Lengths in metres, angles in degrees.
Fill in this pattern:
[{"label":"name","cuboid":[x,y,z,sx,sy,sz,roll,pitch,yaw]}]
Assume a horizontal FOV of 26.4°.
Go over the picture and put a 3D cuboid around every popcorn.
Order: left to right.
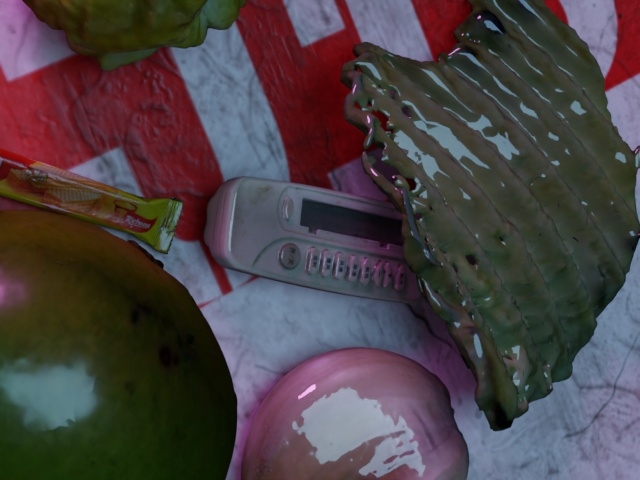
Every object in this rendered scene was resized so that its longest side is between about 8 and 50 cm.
[{"label":"popcorn","cuboid":[-0.143,-0.248,1.078,0.221,0.184,0.204,-38,76,-22]}]

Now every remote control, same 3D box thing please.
[{"label":"remote control","cuboid":[0.001,0.000,1.220,0.230,0.049,0.090,12,81,-37]}]

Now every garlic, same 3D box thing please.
[{"label":"garlic","cuboid":[0.044,0.198,1.212,0.228,0.110,0.217,-41,104,-23]}]

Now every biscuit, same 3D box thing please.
[{"label":"biscuit","cuboid":[-0.247,-0.052,1.100,0.292,0.026,0.048,18,99,-28]}]

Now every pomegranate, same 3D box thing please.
[{"label":"pomegranate","cuboid":[-0.217,0.151,1.002,0.310,0.216,0.359,42,71,-25]}]

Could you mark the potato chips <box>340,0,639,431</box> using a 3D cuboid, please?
[{"label":"potato chips","cuboid":[0.175,-0.033,1.289,0.373,0.097,0.389,-31,102,-42]}]
